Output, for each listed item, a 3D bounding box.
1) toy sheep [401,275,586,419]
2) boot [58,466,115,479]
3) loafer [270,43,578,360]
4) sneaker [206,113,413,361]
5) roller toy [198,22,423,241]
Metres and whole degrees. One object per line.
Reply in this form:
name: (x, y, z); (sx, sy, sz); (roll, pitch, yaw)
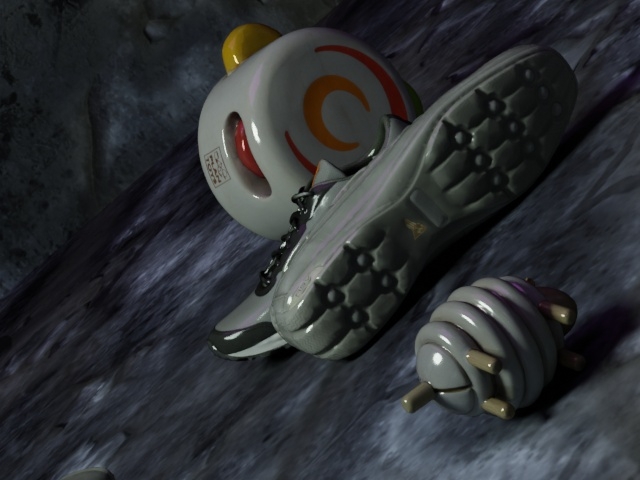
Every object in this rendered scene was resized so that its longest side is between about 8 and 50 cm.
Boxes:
toy sheep: (0.102, 0.067, 1.148); (0.132, 0.091, 0.091); (-26, 4, -27)
boot: (-0.205, 0.252, 1.513); (0.189, 0.076, 0.208); (-34, 8, 32)
loafer: (0.077, -0.039, 1.542); (0.319, 0.112, 0.111); (-44, 20, -8)
sneaker: (0.000, 0.000, 1.660); (0.271, 0.108, 0.100); (-43, 14, -1)
roller toy: (-0.018, -0.100, 1.853); (0.146, 0.209, 0.191); (-25, 40, 57)
